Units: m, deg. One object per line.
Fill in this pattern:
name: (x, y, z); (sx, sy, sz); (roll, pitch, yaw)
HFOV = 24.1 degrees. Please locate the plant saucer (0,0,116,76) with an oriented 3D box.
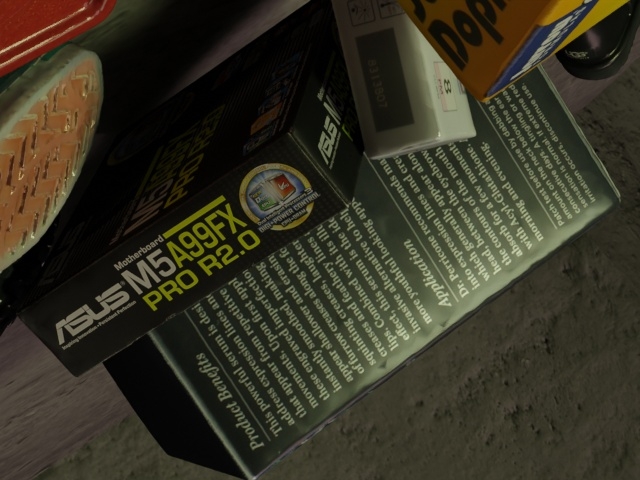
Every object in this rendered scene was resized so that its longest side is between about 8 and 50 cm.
plant saucer: (-0.144, -0.125, 0.599); (0.258, 0.048, 0.259); (-37, 171, -37)

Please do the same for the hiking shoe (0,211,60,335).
hiking shoe: (-0.259, 0.026, 0.887); (0.304, 0.132, 0.113); (-60, 173, -40)

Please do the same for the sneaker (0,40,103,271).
sneaker: (-0.237, -0.014, 0.798); (0.302, 0.121, 0.108); (-54, 160, -31)

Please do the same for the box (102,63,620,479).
box: (0.000, 0.000, 1.290); (0.395, 0.212, 0.293); (-35, -173, -16)

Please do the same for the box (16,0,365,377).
box: (-0.067, -0.050, 0.979); (0.216, 0.060, 0.270); (-31, -160, 22)

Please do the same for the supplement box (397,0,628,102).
supplement box: (0.183, -0.269, 0.789); (0.356, 0.195, 0.194); (-35, 172, -17)

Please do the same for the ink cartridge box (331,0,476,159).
ink cartridge box: (0.067, -0.156, 0.978); (0.066, 0.189, 0.232); (-13, -178, 25)

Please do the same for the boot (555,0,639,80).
boot: (0.237, -0.285, 1.280); (0.207, 0.094, 0.247); (48, 57, -60)
